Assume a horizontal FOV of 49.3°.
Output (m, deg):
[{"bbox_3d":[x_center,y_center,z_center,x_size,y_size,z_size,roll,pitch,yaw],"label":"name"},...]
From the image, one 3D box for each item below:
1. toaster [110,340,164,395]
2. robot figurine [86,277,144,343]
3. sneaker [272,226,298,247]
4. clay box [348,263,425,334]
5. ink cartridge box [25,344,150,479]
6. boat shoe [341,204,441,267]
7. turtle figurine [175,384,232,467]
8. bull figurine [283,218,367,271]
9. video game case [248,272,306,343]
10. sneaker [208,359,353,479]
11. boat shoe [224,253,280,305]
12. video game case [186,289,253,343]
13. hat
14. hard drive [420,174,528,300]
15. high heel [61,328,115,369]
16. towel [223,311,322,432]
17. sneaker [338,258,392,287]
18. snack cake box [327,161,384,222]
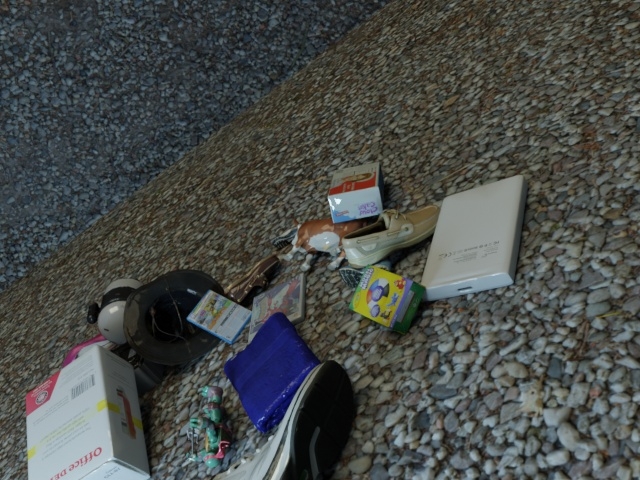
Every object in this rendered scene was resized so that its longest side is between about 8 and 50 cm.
[{"bbox_3d":[-0.581,0.396,2.177,0.168,0.110,0.185,-31,29,14],"label":"toaster"},{"bbox_3d":[-0.691,0.247,2.466,0.209,0.173,0.278,-36,28,10],"label":"robot figurine"},{"bbox_3d":[-0.111,-0.011,2.329,0.109,0.040,0.043,-27,13,11],"label":"sneaker"},{"bbox_3d":[0.154,0.139,1.735,0.222,0.053,0.127,19,84,57],"label":"clay box"},{"bbox_3d":[-0.642,0.528,1.903,0.279,0.160,0.384,-34,44,8],"label":"ink cartridge box"},{"bbox_3d":[0.199,-0.033,1.887,0.302,0.098,0.109,-26,22,-11],"label":"boat shoe"},{"bbox_3d":[-0.274,0.478,1.708,0.234,0.118,0.175,-88,15,-57],"label":"turtle figurine"},{"bbox_3d":[0.000,0.000,2.112,0.310,0.101,0.188,-11,40,42],"label":"bull figurine"},{"bbox_3d":[-0.125,0.198,2.041,0.183,0.023,0.201,-27,29,18],"label":"video game case"},{"bbox_3d":[-0.109,0.449,1.494,0.258,0.169,0.447,-9,42,39],"label":"sneaker"},{"bbox_3d":[-0.202,0.129,2.193,0.207,0.073,0.073,-41,65,-13],"label":"boat shoe"},{"bbox_3d":[-0.304,0.229,2.112,0.166,0.015,0.119,25,60,20],"label":"video game case"},{"bbox_3d":[-0.442,0.257,2.181,0.331,0.331,0.134,-55,-12,-29],"label":"hat"},{"bbox_3d":[0.386,-0.009,1.740,0.233,0.047,0.353,-16,35,35],"label":"hard drive"},{"bbox_3d":[-0.812,0.404,2.484,0.244,0.082,0.117,-43,38,-18],"label":"high heel"},{"bbox_3d":[-0.118,0.334,1.790,0.227,0.076,0.308,-46,29,-1],"label":"towel"},{"bbox_3d":[0.126,0.083,1.902,0.162,0.063,0.073,-6,29,32],"label":"sneaker"},{"bbox_3d":[0.113,-0.151,2.119,0.152,0.089,0.264,-9,21,10],"label":"snack cake box"}]
